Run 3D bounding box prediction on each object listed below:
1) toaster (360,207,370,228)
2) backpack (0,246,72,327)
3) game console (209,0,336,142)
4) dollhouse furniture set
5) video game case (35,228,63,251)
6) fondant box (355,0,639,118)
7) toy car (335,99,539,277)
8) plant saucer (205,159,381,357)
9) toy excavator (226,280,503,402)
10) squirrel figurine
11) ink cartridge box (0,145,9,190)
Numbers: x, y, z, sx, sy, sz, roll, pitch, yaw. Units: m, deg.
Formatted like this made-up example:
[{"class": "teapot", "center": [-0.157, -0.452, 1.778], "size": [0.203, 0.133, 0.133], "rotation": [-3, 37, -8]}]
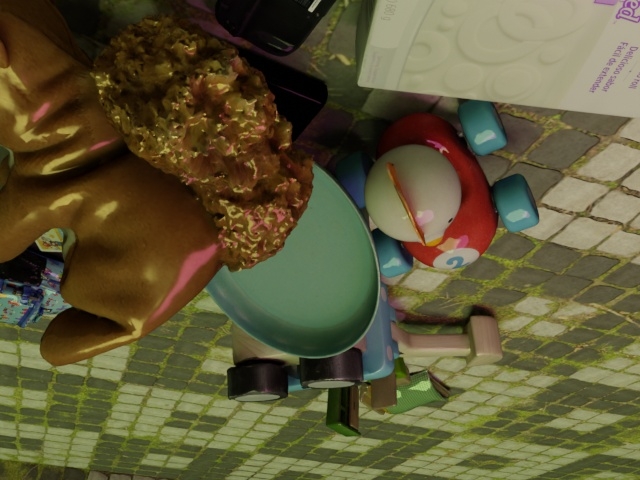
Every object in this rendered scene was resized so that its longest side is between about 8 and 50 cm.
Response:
[{"class": "toaster", "center": [0.000, 0.000, 1.068], "size": [0.146, 0.129, 0.227], "rotation": [-1, 146, 1]}, {"class": "backpack", "center": [-0.516, 0.088, 1.250], "size": [0.173, 0.117, 0.158], "rotation": [22, 144, -33]}, {"class": "game console", "center": [-0.058, -0.232, 0.783], "size": [0.213, 0.044, 0.361], "rotation": [17, 146, -25]}, {"class": "dollhouse furniture set", "center": [0.174, 0.402, 1.677], "size": [0.197, 0.151, 0.301], "rotation": [-17, 144, 27]}, {"class": "video game case", "center": [-0.377, -0.045, 1.114], "size": [0.206, 0.026, 0.227], "rotation": [2, 149, -1]}, {"class": "fondant box", "center": [0.216, -0.249, 0.688], "size": [0.330, 0.096, 0.238], "rotation": [4, 148, -6]}, {"class": "toy car", "center": [0.125, -0.042, 0.840], "size": [0.219, 0.238, 0.210], "rotation": [-22, 99, 23]}, {"class": "plant saucer", "center": [-0.053, 0.010, 0.922], "size": [0.317, 0.043, 0.318], "rotation": [17, 124, 27]}, {"class": "toy excavator", "center": [0.090, 0.183, 1.325], "size": [0.433, 0.222, 0.445], "rotation": [-14, 159, 23]}, {"class": "squirrel figurine", "center": [-0.215, -0.115, 0.744], "size": [0.397, 0.281, 0.370], "rotation": [-16, 117, 22]}, {"class": "ink cartridge box", "center": [-0.468, -0.047, 0.955], "size": [0.087, 0.153, 0.208], "rotation": [20, 133, -17]}]
